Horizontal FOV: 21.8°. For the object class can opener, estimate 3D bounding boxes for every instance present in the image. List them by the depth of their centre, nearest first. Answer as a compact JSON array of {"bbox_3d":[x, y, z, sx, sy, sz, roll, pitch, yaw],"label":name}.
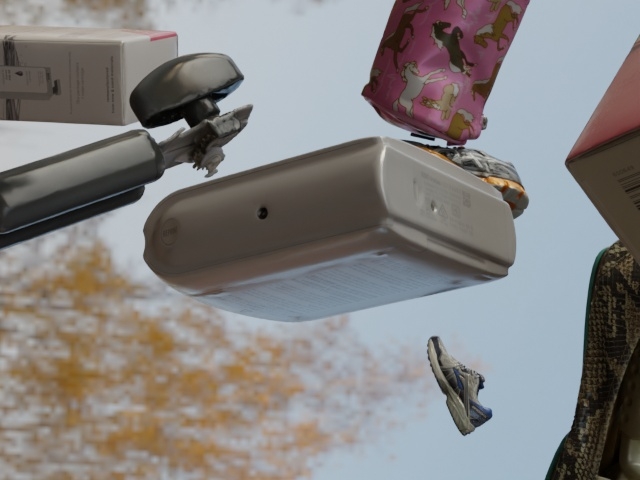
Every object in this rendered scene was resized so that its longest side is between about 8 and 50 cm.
[{"bbox_3d":[-0.165,-0.067,1.303,0.093,0.280,0.074,55,-41,8],"label":"can opener"}]

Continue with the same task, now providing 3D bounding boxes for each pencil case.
[{"bbox_3d":[0.199,-0.320,2.229,0.160,0.167,0.386,23,-89,39],"label":"pencil case"}]

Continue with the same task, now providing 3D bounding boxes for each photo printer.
[{"bbox_3d":[0.000,0.000,1.628,0.307,0.256,0.107,-14,-110,33],"label":"photo printer"}]

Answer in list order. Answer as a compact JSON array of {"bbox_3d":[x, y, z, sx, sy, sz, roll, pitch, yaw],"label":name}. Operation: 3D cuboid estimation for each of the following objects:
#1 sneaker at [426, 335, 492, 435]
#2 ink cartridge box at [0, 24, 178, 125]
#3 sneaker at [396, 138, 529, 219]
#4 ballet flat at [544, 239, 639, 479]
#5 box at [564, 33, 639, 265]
[{"bbox_3d":[0.178,0.178,2.111,0.052,0.058,0.135,59,8,-71],"label":"sneaker"},{"bbox_3d":[-0.361,-0.230,2.287,0.207,0.283,0.117,-35,127,-70],"label":"ink cartridge box"},{"bbox_3d":[0.175,-0.091,2.226,0.083,0.214,0.084,-89,-155,-47],"label":"sneaker"},{"bbox_3d":[0.399,0.238,2.145,0.182,0.164,0.483,20,-77,42],"label":"ballet flat"},{"bbox_3d":[0.335,-0.098,1.452,0.126,0.149,0.232,-25,-159,43],"label":"box"}]
